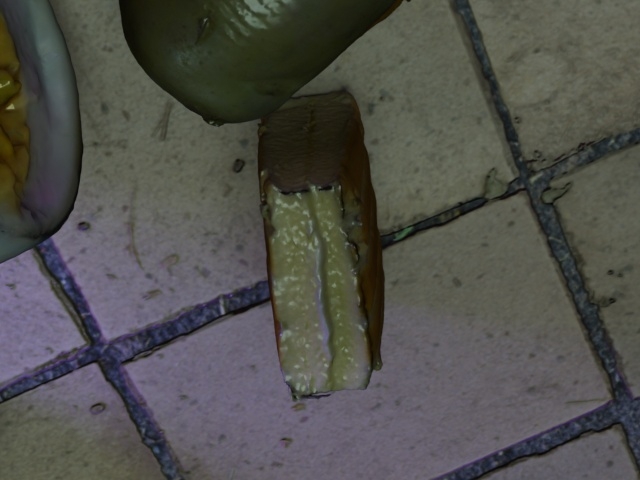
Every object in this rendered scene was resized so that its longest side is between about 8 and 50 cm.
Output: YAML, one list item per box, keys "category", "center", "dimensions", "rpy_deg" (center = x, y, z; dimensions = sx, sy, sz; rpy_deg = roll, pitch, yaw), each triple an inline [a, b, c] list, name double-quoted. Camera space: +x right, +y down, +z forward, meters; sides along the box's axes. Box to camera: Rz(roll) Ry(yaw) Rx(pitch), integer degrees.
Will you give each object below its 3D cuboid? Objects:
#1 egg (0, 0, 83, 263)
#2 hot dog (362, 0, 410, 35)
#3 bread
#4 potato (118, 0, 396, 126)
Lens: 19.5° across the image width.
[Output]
- category: "egg"
  center: [-0.435, -0.119, 1.671]
  dimensions: [0.340, 0.354, 0.354]
  rpy_deg: [-15, 120, 18]
- category: "hot dog"
  center: [0.081, -0.280, 1.809]
  dimensions: [0.286, 0.061, 0.088]
  rpy_deg: [-42, 104, 13]
- category: "bread"
  center: [0.000, 0.000, 1.838]
  dimensions: [0.111, 0.246, 0.239]
  rpy_deg: [-7, 118, 5]
- category: "potato"
  center: [-0.049, -0.269, 1.697]
  dimensions: [0.326, 0.221, 0.243]
  rpy_deg: [-40, 88, 17]
